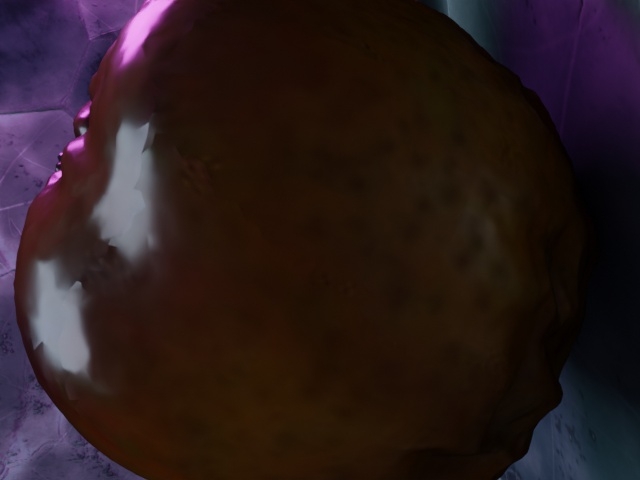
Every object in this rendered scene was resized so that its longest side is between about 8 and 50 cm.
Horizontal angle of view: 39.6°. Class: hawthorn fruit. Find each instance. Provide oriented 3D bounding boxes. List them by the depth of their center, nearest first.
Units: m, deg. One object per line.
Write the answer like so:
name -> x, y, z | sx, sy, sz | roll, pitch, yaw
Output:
hawthorn fruit -> 0.000, 0.000, 0.708 | 0.472, 0.471, 0.472 | 168, 90, -84
